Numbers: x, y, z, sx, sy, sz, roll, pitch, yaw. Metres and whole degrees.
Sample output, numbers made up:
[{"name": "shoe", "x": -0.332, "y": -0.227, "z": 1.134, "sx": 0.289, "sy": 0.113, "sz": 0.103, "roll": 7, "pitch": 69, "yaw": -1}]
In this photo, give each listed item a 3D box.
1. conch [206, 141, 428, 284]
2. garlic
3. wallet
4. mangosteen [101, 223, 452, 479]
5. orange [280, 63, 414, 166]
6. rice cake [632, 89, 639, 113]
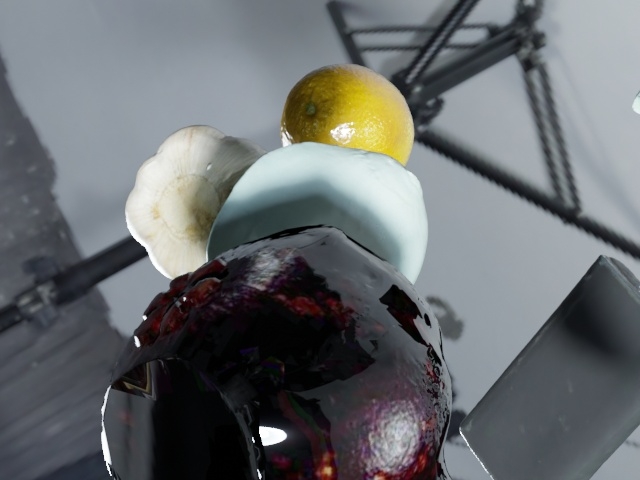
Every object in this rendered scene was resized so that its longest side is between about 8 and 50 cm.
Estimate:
[{"name": "conch", "x": 0.004, "y": -0.001, "z": 1.167, "sx": 0.121, "sy": 0.221, "sz": 0.184, "roll": -9, "pitch": 106, "yaw": 57}, {"name": "garlic", "x": -0.124, "y": -0.041, "z": 1.700, "sx": 0.219, "sy": 0.212, "sz": 0.218, "roll": 1, "pitch": 94, "yaw": 18}, {"name": "wallet", "x": 0.397, "y": 0.241, "z": 2.052, "sx": 0.406, "sy": 0.062, "sz": 0.228, "roll": -54, "pitch": 54, "yaw": 27}, {"name": "mangosteen", "x": -0.019, "y": 0.140, "z": 0.943, "sx": 0.288, "sy": 0.233, "sz": 0.287, "roll": 12, "pitch": 111, "yaw": 35}, {"name": "orange", "x": 0.046, "y": -0.182, "z": 2.173, "sx": 0.236, "sy": 0.236, "sz": 0.236, "roll": 28, "pitch": 133, "yaw": 34}, {"name": "rice cake", "x": 0.500, "y": -0.168, "z": 1.707, "sx": 0.180, "sy": 0.042, "sz": 0.030, "roll": 15, "pitch": 129, "yaw": 20}]
